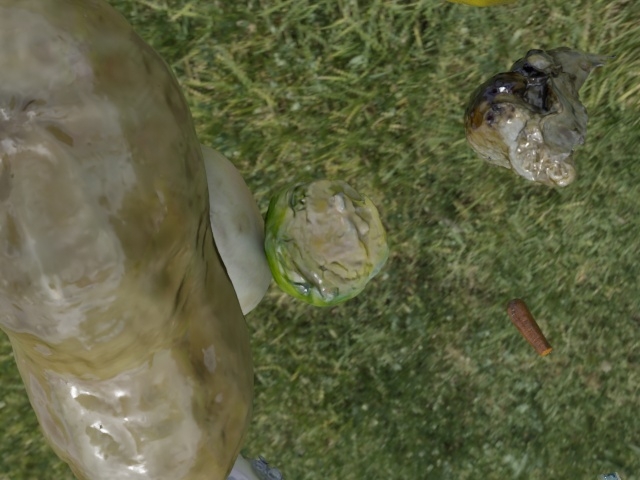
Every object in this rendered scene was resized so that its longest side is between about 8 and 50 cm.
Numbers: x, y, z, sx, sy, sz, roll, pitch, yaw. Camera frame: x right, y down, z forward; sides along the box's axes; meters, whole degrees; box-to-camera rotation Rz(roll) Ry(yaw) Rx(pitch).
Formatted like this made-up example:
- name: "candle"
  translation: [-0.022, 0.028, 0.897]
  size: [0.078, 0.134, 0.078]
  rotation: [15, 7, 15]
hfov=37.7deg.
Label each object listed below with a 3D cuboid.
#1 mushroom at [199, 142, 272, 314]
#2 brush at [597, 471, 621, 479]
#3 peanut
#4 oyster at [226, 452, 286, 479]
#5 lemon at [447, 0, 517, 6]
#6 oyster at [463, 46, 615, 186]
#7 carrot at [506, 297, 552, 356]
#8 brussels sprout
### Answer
- name: "mushroom"
  translation: [-0.172, -0.005, 1.198]
  size: [0.202, 0.246, 0.246]
  rotation: [-21, 97, 16]
- name: "brush"
  translation: [0.445, 0.371, 1.457]
  size: [0.016, 0.013, 0.084]
  rotation: [63, 170, 14]
- name: "peanut"
  translation: [-0.140, 0.019, 0.617]
  size: [0.169, 0.192, 0.387]
  rotation: [-20, 117, -8]
- name: "oyster"
  translation: [-0.138, 0.469, 1.553]
  size: [0.351, 0.237, 0.115]
  rotation: [43, 116, 38]
- name: "lemon"
  translation: [0.200, -0.444, 1.085]
  size: [0.347, 0.348, 0.348]
  rotation: [10, 112, 26]
- name: "oyster"
  translation: [0.192, -0.129, 0.892]
  size: [0.107, 0.233, 0.161]
  rotation: [36, 117, -11]
- name: "carrot"
  translation: [0.298, 0.124, 1.346]
  size: [0.032, 0.032, 0.093]
  rotation: [-51, 55, 33]
- name: "brussels sprout"
  translation: [-0.003, 0.003, 1.146]
  size: [0.122, 0.149, 0.152]
  rotation: [-2, 68, 67]
